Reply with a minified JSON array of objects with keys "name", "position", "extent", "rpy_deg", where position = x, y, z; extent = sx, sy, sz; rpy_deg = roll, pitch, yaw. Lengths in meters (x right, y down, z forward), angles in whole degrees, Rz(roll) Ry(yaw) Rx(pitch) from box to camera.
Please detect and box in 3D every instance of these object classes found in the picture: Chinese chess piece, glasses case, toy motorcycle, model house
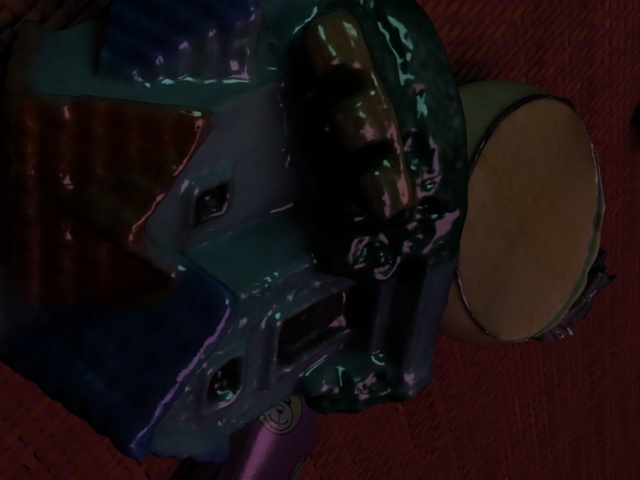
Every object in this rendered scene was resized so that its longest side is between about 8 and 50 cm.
[{"name":"Chinese chess piece","position":[0.168,-0.026,1.281],"extent":[0.257,0.104,0.257],"rpy_deg":[-11,106,-44]},{"name":"glasses case","position":[-0.101,0.279,1.261],"extent":[0.316,0.076,0.123],"rpy_deg":[-62,152,6]},{"name":"toy motorcycle","position":[0.315,0.065,1.717],"extent":[0.130,0.094,0.229],"rpy_deg":[-59,165,12]},{"name":"model house","position":[-0.104,-0.010,0.814],"extent":[0.329,0.251,0.295],"rpy_deg":[-22,136,-39]}]
